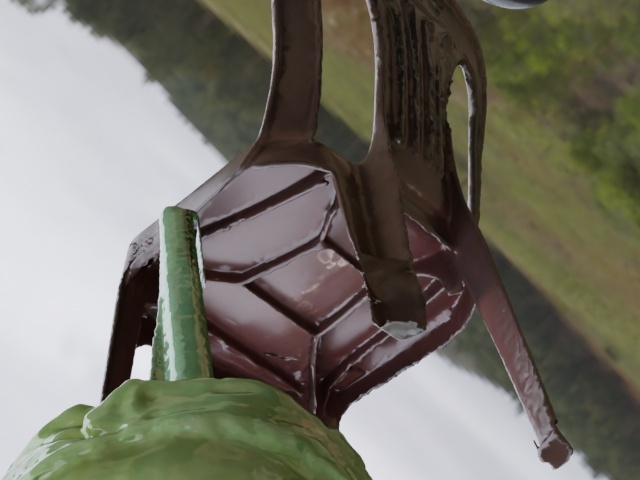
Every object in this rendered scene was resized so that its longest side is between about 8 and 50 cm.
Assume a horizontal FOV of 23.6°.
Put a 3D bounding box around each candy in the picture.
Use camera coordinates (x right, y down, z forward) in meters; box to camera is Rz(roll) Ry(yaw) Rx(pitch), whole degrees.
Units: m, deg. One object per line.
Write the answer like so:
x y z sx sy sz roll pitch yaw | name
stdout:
-0.043 0.042 0.465 0.092 0.093 0.335 50 -174 -17 | candy

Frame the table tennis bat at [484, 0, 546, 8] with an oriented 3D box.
0.047 -0.199 0.724 0.236 0.027 0.150 25 -123 -36 | table tennis bat

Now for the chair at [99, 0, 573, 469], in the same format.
0.000 0.000 0.784 0.175 0.183 0.326 38 -151 -30 | chair
